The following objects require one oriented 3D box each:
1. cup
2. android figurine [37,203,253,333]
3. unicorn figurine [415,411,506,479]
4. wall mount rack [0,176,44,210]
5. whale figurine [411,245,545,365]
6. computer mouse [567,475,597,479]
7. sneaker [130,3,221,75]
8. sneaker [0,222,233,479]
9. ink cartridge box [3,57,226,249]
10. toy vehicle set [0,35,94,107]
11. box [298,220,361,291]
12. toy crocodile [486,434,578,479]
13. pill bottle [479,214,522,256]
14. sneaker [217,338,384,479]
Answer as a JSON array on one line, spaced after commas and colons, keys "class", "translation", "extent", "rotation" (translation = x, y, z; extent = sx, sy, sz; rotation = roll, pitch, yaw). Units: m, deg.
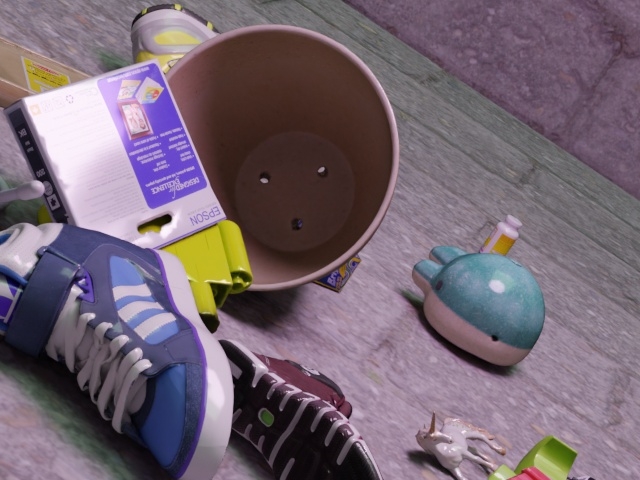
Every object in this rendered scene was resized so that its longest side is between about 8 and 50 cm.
[{"class": "cup", "translation": [-0.052, -0.083, 1.890], "extent": [0.331, 0.331, 0.237], "rotation": [37, -3, 13]}, {"class": "android figurine", "translation": [-0.199, -0.004, 1.682], "extent": [0.248, 0.056, 0.273], "rotation": [6, 42, -27]}, {"class": "unicorn figurine", "translation": [0.164, 0.247, 1.746], "extent": [0.111, 0.060, 0.162], "rotation": [33, 3, 2]}, {"class": "wall mount rack", "translation": [-0.448, -0.112, 1.540], "extent": [0.350, 0.130, 0.304], "rotation": [17, 24, -37]}, {"class": "whale figurine", "translation": [0.239, 0.067, 2.164], "extent": [0.216, 0.141, 0.272], "rotation": [27, 19, -15]}, {"class": "computer mouse", "translation": [0.340, 0.328, 1.837], "extent": [0.193, 0.042, 0.106], "rotation": [27, 14, 1]}, {"class": "sneaker", "translation": [-0.146, -0.225, 2.352], "extent": [0.384, 0.145, 0.147], "rotation": [25, 51, -29]}, {"class": "sneaker", "translation": [-0.230, 0.100, 1.399], "extent": [0.236, 0.130, 0.323], "rotation": [11, 31, -26]}, {"class": "ink cartridge box", "translation": [-0.226, -0.083, 1.647], "extent": [0.206, 0.045, 0.208], "rotation": [-25, 91, -45]}, {"class": "toy vehicle set", "translation": [-0.382, -0.210, 2.033], "extent": [0.266, 0.035, 0.166], "rotation": [23, 21, -27]}, {"class": "box", "translation": [0.000, 0.000, 2.079], "extent": [0.054, 0.059, 0.169], "rotation": [24, 21, -27]}, {"class": "toy crocodile", "translation": [0.208, 0.300, 1.591], "extent": [0.115, 0.105, 0.340], "rotation": [38, 20, 17]}, {"class": "pill bottle", "translation": [0.314, -0.002, 2.544], "extent": [0.043, 0.083, 0.043], "rotation": [29, 20, -11]}, {"class": "sneaker", "translation": [0.007, 0.200, 1.531], "extent": [0.281, 0.106, 0.162], "rotation": [44, 19, 32]}]
